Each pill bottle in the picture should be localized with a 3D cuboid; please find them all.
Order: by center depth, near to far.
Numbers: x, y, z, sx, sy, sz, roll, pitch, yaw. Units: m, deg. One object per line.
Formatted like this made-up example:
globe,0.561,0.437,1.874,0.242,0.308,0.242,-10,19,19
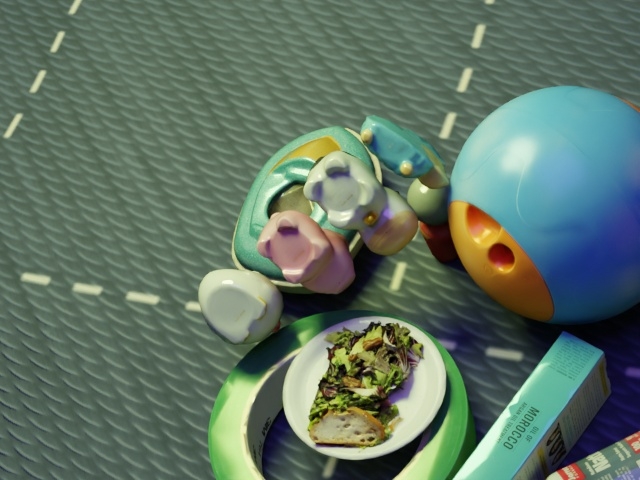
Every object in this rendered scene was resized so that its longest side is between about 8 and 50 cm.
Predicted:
pill bottle,0.309,0.294,1.454,0.180,0.108,0.108,-25,52,-1

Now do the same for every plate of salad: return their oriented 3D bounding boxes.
plate of salad,0.049,0.168,1.559,0.199,0.048,0.200,-9,50,11

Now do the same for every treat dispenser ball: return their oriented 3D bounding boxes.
treat dispenser ball,0.297,-0.041,1.581,0.288,0.288,0.288,-8,54,12

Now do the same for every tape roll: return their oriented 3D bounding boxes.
tape roll,0.026,0.236,1.593,0.321,0.077,0.321,-8,50,10

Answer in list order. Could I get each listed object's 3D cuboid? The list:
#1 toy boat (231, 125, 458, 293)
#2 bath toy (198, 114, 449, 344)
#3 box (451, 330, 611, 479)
toy boat,0.041,-0.049,1.755,0.318,0.148,0.268,8,59,23
bath toy,0.000,0.000,1.622,0.348,0.129,0.151,-43,92,15
box,0.245,0.232,1.524,0.060,0.100,0.244,28,67,33
